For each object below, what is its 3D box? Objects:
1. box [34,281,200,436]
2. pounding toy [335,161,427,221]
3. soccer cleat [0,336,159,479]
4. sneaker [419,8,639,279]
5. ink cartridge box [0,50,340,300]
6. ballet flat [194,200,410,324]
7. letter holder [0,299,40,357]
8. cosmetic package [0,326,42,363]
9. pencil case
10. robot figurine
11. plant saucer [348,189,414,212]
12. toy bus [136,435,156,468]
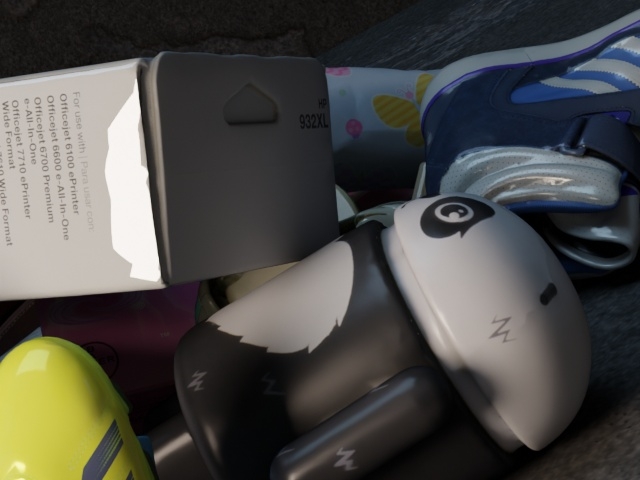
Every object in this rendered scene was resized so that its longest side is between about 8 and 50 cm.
[{"bbox_3d":[-0.100,0.028,1.243,0.214,0.117,0.243,-13,55,-6],"label":"box"},{"bbox_3d":[-0.002,0.045,1.385,0.237,0.110,0.183,-6,54,29],"label":"pounding toy"},{"bbox_3d":[-0.145,0.192,0.811,0.093,0.289,0.121,4,1,31],"label":"soccer cleat"},{"bbox_3d":[0.239,-0.059,1.250,0.323,0.130,0.236,-11,40,0],"label":"sneaker"},{"bbox_3d":[-0.172,-0.033,1.041,0.307,0.129,0.223,-5,3,27],"label":"ink cartridge box"},{"bbox_3d":[0.017,0.016,1.132,0.213,0.072,0.068,-21,-28,-12],"label":"ballet flat"},{"bbox_3d":[-0.319,0.093,1.749,0.152,0.214,0.302,-23,15,38],"label":"letter holder"},{"bbox_3d":[-0.214,0.168,1.341,0.184,0.151,0.151,-40,14,-33],"label":"cosmetic package"},{"bbox_3d":[0.076,-0.095,1.474,0.273,0.113,0.124,-1,-16,-8],"label":"pencil case"},{"bbox_3d":[0.023,0.086,1.005,0.278,0.173,0.209,-31,48,10],"label":"robot figurine"},{"bbox_3d":[0.000,0.000,1.626,0.332,0.084,0.332,-30,12,7],"label":"plant saucer"},{"bbox_3d":[-0.085,0.220,0.910,0.191,0.202,0.104,-33,-21,31],"label":"toy bus"}]
